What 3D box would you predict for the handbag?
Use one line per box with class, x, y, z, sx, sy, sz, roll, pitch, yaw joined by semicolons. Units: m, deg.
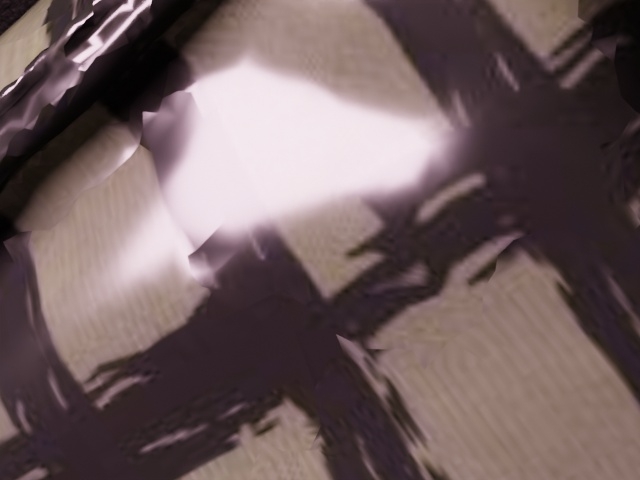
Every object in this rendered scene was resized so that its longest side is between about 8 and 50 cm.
handbag;0.024;0.075;0.479;0.327;0.325;0.162;-35;9;29
